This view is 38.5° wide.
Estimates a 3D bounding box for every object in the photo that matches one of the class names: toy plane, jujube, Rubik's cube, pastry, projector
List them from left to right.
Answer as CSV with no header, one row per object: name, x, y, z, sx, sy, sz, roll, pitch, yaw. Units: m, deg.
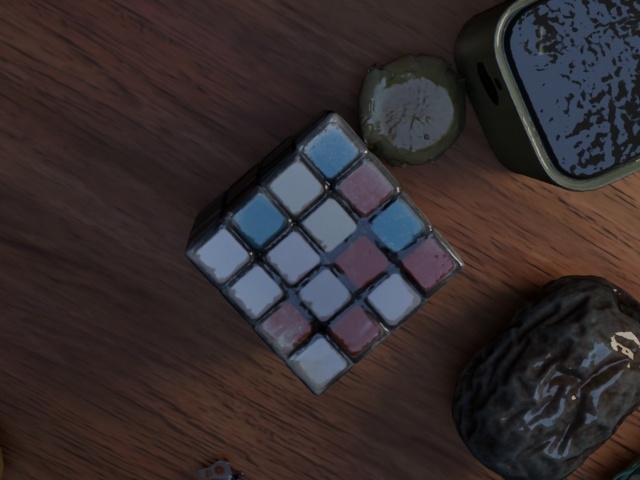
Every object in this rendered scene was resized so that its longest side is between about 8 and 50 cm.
toy plane,-0.115,0.415,1.378,0.078,0.053,0.197,-19,105,9
Rubik's cube,0.000,0.001,1.206,0.253,0.259,0.256,-41,100,3
pastry,0.127,-0.180,1.268,0.165,0.088,0.166,-1,99,-3
jujube,0.325,0.195,1.282,0.226,0.226,0.317,39,101,-9
projector,0.338,-0.219,1.193,0.248,0.249,0.249,-25,99,2

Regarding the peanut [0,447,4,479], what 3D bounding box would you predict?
peanut,-0.529,0.323,1.309,0.159,0.109,0.141,-18,90,12

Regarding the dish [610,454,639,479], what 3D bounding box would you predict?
dish,0.534,0.370,1.387,0.224,0.078,0.246,21,106,-8
